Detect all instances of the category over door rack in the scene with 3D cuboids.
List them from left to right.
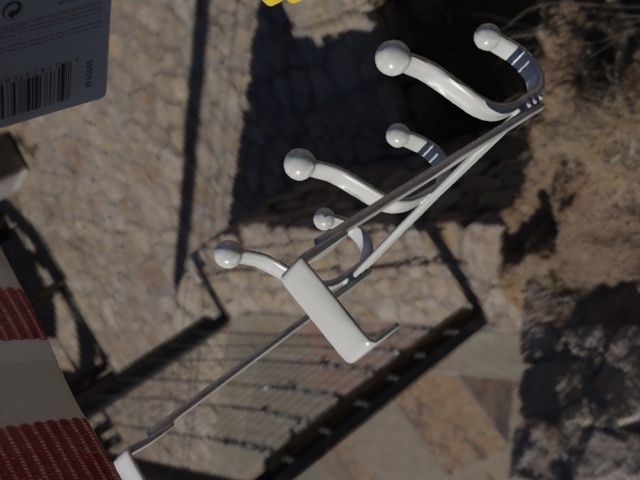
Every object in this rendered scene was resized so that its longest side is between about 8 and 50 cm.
[{"bbox_3d":[0.000,0.000,0.684,0.108,0.324,0.239,41,132,-1],"label":"over door rack"}]

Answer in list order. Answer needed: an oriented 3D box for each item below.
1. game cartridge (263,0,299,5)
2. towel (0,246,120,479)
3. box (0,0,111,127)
[{"bbox_3d":[0.032,-0.422,1.139,0.053,0.285,0.323,42,-152,-46],"label":"game cartridge"},{"bbox_3d":[-0.216,0.059,0.478,0.037,0.237,0.329,-46,64,26],"label":"towel"},{"bbox_3d":[-0.168,-0.119,0.538,0.087,0.101,0.102,55,151,23],"label":"box"}]
